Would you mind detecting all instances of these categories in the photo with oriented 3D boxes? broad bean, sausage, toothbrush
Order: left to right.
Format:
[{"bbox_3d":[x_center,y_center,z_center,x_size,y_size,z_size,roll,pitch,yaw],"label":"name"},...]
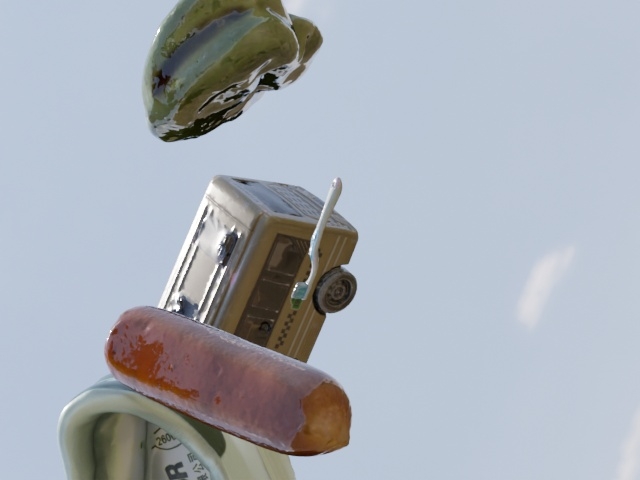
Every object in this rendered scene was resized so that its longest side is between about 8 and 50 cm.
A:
[{"bbox_3d":[-0.039,0.063,0.848,0.039,0.131,0.041,24,-94,-51],"label":"sausage"},{"bbox_3d":[-0.066,-0.128,1.456,0.153,0.072,0.206,-28,-15,-5],"label":"broad bean"},{"bbox_3d":[0.000,0.000,1.769,0.017,0.014,0.162,0,-42,-20],"label":"toothbrush"}]

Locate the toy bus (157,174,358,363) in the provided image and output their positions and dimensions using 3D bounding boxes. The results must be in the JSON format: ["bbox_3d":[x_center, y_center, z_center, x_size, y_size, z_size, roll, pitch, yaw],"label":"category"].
[{"bbox_3d":[-0.086,0.085,1.972,0.157,0.139,0.289,12,-71,-40],"label":"toy bus"}]

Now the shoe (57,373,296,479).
[{"bbox_3d":[-0.052,0.233,1.065,0.160,0.132,0.363,11,-122,-70],"label":"shoe"}]
